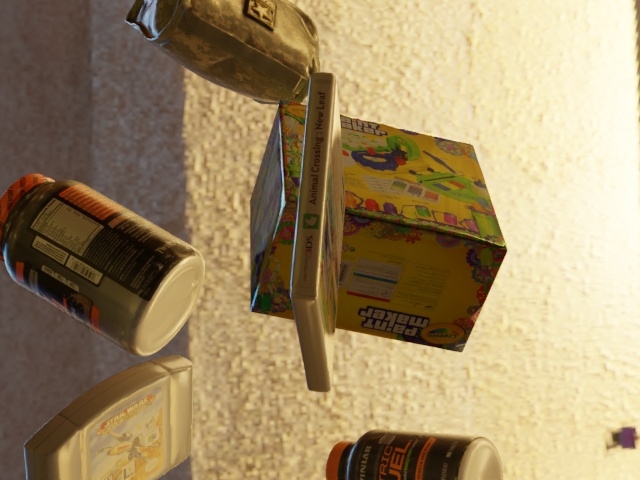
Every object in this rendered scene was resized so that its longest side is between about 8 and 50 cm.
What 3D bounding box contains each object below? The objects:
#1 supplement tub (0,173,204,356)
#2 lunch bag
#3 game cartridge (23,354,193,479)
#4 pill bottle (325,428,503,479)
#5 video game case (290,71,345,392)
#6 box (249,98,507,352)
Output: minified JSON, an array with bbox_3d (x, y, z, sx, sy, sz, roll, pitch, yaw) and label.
[{"bbox_3d":[-0.382,0.032,2.016,0.338,0.207,0.207,29,-67,17],"label":"supplement tub"},{"bbox_3d":[-0.137,-0.312,1.767,0.169,0.235,0.287,-59,-154,7],"label":"lunch bag"},{"bbox_3d":[-0.297,0.291,1.733,0.062,0.297,0.198,28,-53,29],"label":"game cartridge"},{"bbox_3d":[0.128,0.339,1.719,0.246,0.130,0.130,-3,-93,37],"label":"pill bottle"},{"bbox_3d":[0.000,0.000,0.981,0.212,0.023,0.193,84,10,-64],"label":"video game case"},{"bbox_3d":[0.065,-0.025,1.601,0.279,0.290,0.177,-94,-160,-57],"label":"box"}]
